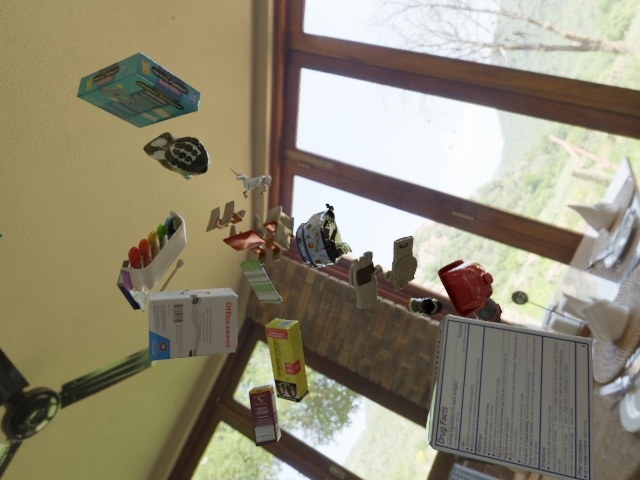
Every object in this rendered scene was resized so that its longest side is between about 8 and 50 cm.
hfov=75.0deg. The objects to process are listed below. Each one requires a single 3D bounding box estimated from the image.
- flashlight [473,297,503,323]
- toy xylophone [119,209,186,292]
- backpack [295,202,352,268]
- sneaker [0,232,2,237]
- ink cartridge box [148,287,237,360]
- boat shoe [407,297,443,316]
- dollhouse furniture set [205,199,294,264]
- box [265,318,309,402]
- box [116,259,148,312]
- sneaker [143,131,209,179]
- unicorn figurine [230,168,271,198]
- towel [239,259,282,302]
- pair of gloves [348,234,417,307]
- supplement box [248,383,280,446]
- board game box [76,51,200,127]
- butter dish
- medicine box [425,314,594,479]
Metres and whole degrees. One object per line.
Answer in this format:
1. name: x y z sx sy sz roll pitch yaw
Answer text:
1. flashlight: 0.547 0.208 1.443 0.304 0.103 0.103 40 -113 -47
2. toy xylophone: -0.564 0.060 1.462 0.323 0.081 0.236 -65 -8 -51
3. backpack: 0.000 0.000 1.937 0.277 0.213 0.263 66 -165 -11
4. sneaker: -0.860 -0.032 1.041 0.076 0.065 0.166 -51 -5 -28
5. ink cartridge box: -0.312 0.200 1.022 0.203 0.086 0.148 0 -84 -22
6. boat shoe: 0.300 0.186 1.151 0.152 0.049 0.056 8 -98 -42
7. dollhouse furniture set: -0.218 -0.012 1.416 0.262 0.259 0.135 40 -134 -40
8. box: -0.096 0.347 1.210 0.058 0.087 0.233 -25 -67 -56
9. box: -0.832 0.211 1.856 0.225 0.036 0.137 83 179 -46
10. sneaker: -0.568 -0.331 1.753 0.158 0.410 0.182 -48 -41 -16
11. unicorn figurine: -0.253 -0.207 1.520 0.060 0.161 0.111 85 -175 -48
12. towel: -0.184 0.126 1.290 0.023 0.113 0.152 -39 -71 -37
13. pair of gloves: 0.204 0.100 1.359 0.240 0.042 0.204 -23 -58 -11
14. supplement box: -0.202 0.630 1.513 0.104 0.080 0.188 83 176 -78
15. board game box: -0.639 -0.517 1.477 0.253 0.335 0.079 23 -112 -56
16. butter dish: 0.439 0.124 1.196 0.160 0.160 0.118 -16 -13 -42
17. medicine box: 0.382 0.318 0.866 0.149 0.289 0.264 64 -144 -66
